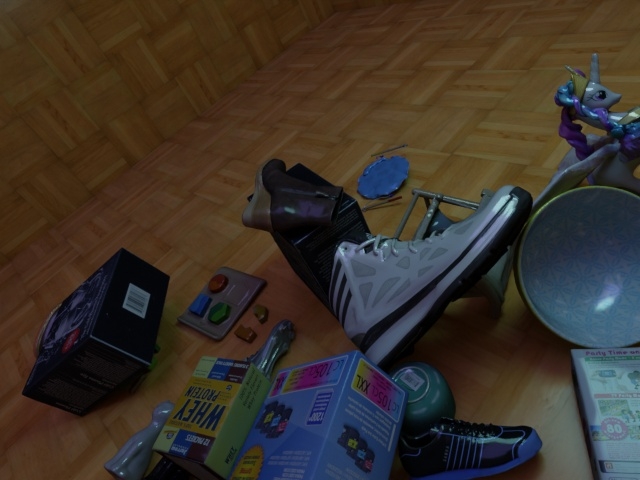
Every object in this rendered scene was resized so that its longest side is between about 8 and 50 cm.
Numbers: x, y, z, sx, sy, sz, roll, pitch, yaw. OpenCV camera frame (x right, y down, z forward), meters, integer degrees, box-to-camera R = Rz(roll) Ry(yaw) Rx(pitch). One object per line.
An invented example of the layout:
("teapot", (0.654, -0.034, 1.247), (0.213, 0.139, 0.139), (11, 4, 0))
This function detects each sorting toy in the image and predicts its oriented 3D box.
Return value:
("sorting toy", (-0.264, 0.182, 1.322), (0.307, 0.041, 0.229), (12, 54, 41))

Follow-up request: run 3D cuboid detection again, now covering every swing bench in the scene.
("swing bench", (0.310, 0.016, 1.051), (0.255, 0.165, 0.253), (4, 48, 35))

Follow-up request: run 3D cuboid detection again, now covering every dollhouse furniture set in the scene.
("dollhouse furniture set", (-0.518, 0.349, 1.277), (0.076, 0.058, 0.151), (3, 48, 35))

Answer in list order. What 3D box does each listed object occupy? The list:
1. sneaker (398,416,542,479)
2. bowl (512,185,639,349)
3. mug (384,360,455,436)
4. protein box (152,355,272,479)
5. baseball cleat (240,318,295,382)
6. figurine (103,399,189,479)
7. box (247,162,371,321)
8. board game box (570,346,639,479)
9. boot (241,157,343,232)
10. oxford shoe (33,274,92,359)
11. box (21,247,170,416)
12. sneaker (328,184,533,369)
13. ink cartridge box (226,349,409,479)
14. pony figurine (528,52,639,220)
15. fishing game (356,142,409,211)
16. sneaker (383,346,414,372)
("sneaker", (0.244, 0.341, 0.765), (0.232, 0.090, 0.081), (-22, -6, 10))
("bowl", (0.499, 0.051, 0.872), (0.290, 0.289, 0.156), (-27, -5, 2))
("mug", (0.170, 0.300, 0.869), (0.158, 0.097, 0.129), (-13, 40, 19))
("protein box", (-0.184, 0.378, 0.918), (0.136, 0.201, 0.199), (-2, 45, 30))
("baseball cleat", (-0.143, 0.278, 1.114), (0.109, 0.072, 0.206), (-6, 39, 36))
("figurine", (-0.350, 0.462, 1.034), (0.215, 0.092, 0.209), (0, 38, 34))
("box", (0.000, 0.000, 1.156), (0.183, 0.294, 0.296), (-35, 38, -10))
("board game box", (0.513, 0.304, 0.653), (0.224, 0.097, 0.303), (-9, 43, 23))
("boot", (-0.048, -0.106, 1.023), (0.207, 0.090, 0.248), (-1, 42, 14))
("oxford shoe", (-0.790, 0.247, 1.513), (0.133, 0.130, 0.363), (5, 49, 28))
("box", (-0.619, 0.254, 1.286), (0.312, 0.179, 0.343), (-38, 34, 20))
("sneaker", (0.166, 0.022, 0.876), (0.257, 0.169, 0.447), (48, 113, 22))
("ink cartridge box", (-0.033, 0.406, 0.749), (0.270, 0.151, 0.395), (-32, 26, 47))
("pony figurine", (0.611, -0.161, 0.946), (0.363, 0.351, 0.303), (32, 42, 18))
("fishing game", (0.204, -0.201, 1.469), (0.189, 0.041, 0.264), (-16, 44, 28))
("sneaker", (0.191, 0.214, 0.997), (0.170, 0.051, 0.089), (-31, 37, 5))
